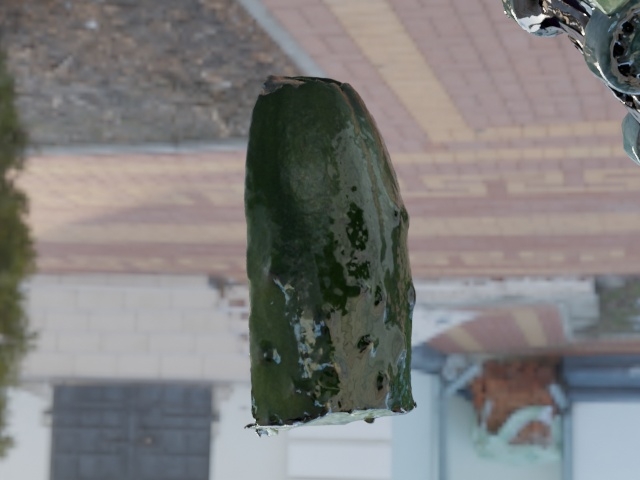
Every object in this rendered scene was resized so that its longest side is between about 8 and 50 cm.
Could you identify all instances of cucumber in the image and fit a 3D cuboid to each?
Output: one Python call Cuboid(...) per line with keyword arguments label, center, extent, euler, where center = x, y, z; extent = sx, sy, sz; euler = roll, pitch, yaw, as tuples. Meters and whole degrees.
Cuboid(label="cucumber", center=(0.002, -0.001, 1.175), extent=(0.145, 0.325, 0.105), euler=(-5, 167, 10))

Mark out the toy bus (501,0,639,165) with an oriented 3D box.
Cuboid(label="toy bus", center=(0.211, -0.129, 0.738), extent=(0.276, 0.165, 0.133), euler=(43, -175, -30))
